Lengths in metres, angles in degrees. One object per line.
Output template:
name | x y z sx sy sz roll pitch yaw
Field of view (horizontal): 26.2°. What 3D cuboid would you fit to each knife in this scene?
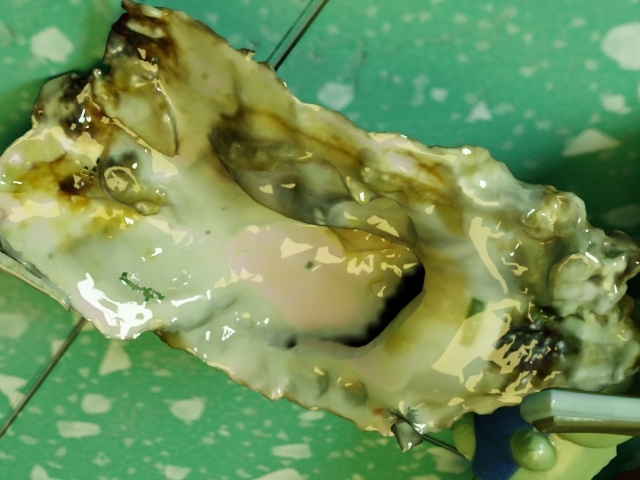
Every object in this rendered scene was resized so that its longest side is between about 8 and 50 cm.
knife | 0.196 0.091 0.721 0.061 0.027 0.343 -9 167 39

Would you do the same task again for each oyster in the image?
oyster | 0.000 0.001 0.722 0.354 0.107 0.201 26 121 3

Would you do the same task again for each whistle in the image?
whistle | 0.135 0.107 0.816 0.085 0.105 0.227 40 131 7

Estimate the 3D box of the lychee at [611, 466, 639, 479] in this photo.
lychee | 0.195 0.266 0.822 0.300 0.255 0.255 -43 125 -8
